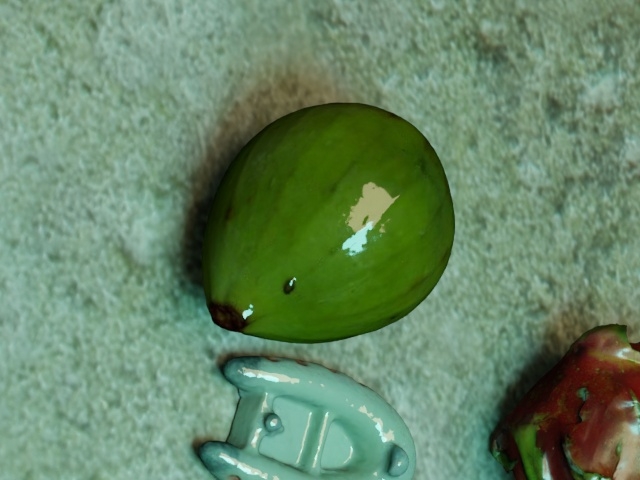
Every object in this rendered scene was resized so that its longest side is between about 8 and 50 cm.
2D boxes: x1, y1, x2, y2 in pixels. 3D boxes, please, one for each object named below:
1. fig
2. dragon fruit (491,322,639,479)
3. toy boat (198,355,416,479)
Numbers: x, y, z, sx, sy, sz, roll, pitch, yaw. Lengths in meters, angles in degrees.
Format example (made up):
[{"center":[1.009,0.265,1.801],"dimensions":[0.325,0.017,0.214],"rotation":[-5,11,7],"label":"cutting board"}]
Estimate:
[{"center":[0.000,0.000,1.492],"dimensions":[0.225,0.203,0.203],"rotation":[-47,110,-32],"label":"fig"},{"center":[0.278,0.203,1.627],"dimensions":[0.200,0.269,0.198],"rotation":[-14,132,-11],"label":"dragon fruit"},{"center":[-0.003,0.176,1.551],"dimensions":[0.208,0.079,0.134],"rotation":[24,72,-26],"label":"toy boat"}]
